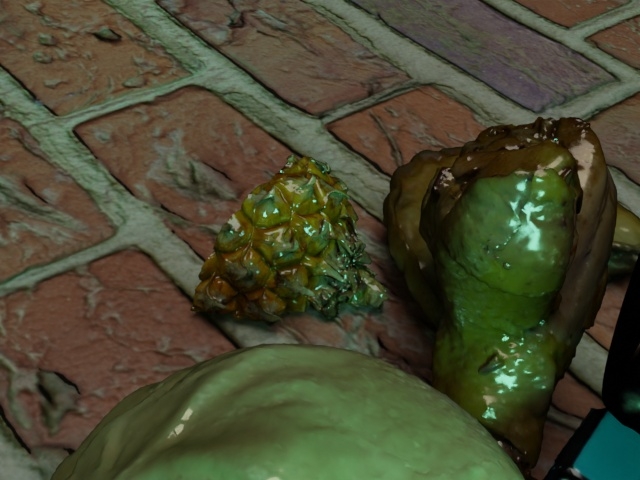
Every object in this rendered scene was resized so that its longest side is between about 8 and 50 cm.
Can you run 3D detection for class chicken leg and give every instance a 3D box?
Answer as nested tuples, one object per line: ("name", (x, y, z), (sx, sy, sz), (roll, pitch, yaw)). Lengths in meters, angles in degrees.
("chicken leg", (0.151, 0.052, 0.736), (0.182, 0.295, 0.409), (12, 71, 12))

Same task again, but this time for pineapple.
("pineapple", (-0.004, 0.002, 0.907), (0.164, 0.139, 0.250), (37, 46, 25))

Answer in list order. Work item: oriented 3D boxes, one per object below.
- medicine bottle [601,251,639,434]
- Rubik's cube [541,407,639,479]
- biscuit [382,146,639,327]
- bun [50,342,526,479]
("medicine bottle", (0.401, 0.077, 0.552), (0.395, 0.242, 0.242), (18, 43, 18))
("Rubik's cube", (0.218, 0.261, 0.632), (0.183, 0.180, 0.167), (32, 48, 20))
("biscuit", (0.233, 0.003, 0.995), (0.335, 0.078, 0.329), (12, 40, 2))
("bun", (-0.048, 0.216, 0.510), (0.364, 0.202, 0.364), (-17, 51, 21))
